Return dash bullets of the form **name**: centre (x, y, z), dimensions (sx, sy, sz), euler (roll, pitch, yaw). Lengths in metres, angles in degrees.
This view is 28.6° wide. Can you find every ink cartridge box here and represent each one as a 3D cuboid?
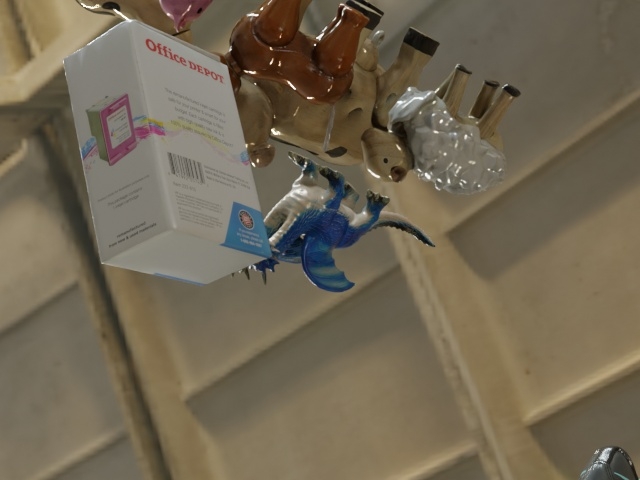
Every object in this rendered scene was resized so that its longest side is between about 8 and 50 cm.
- **ink cartridge box**: centre (-0.082, -0.045, 0.674), dimensions (0.052, 0.088, 0.122), euler (-23, -111, 27)

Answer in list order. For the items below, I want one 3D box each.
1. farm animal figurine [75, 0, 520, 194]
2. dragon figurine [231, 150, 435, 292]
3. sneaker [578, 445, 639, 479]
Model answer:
- **farm animal figurine**: centre (-0.050, -0.137, 1.007), dimensions (0.330, 0.326, 0.172), euler (43, -70, 48)
- **dragon figurine**: centre (0.000, 0.000, 1.327), dimensions (0.085, 0.289, 0.144), euler (27, -88, 37)
- **sneaker**: centre (0.283, 0.272, 1.098), dimensions (0.101, 0.267, 0.106), euler (3, -119, 33)
